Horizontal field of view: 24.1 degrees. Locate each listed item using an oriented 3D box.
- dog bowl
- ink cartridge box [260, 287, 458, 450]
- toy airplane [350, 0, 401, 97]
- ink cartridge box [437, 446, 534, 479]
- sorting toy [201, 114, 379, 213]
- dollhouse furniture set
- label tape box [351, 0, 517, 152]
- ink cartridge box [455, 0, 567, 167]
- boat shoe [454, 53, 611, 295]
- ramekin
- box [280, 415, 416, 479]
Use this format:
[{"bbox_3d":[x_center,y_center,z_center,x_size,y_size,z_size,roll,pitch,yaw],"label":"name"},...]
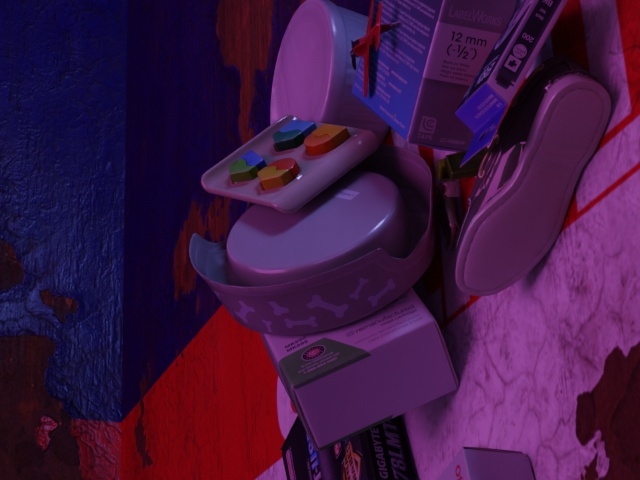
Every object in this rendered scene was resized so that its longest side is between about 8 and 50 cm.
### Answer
[{"bbox_3d":[0.000,0.000,2.049,0.349,0.348,0.102,-123,12,-60],"label":"dog bowl"},{"bbox_3d":[0.032,0.128,2.046,0.289,0.211,0.122,-124,11,-60],"label":"ink cartridge box"},{"bbox_3d":[0.068,-0.275,2.061,0.151,0.028,0.151,-171,90,-71],"label":"toy airplane"},{"bbox_3d":[0.178,0.365,1.781,0.212,0.093,0.154,121,150,-44],"label":"ink cartridge box"},{"bbox_3d":[-0.047,-0.117,2.131,0.208,0.193,0.038,19,139,49],"label":"sorting toy"},{"bbox_3d":[0.191,-0.062,1.986,0.152,0.058,0.076,90,168,-53],"label":"dollhouse furniture set"},{"bbox_3d":[0.165,-0.321,2.022,0.249,0.115,0.348,-128,51,-63],"label":"label tape box"},{"bbox_3d":[0.213,-0.196,1.759,0.208,0.045,0.206,-61,1,-7],"label":"ink cartridge box"},{"bbox_3d":[0.237,-0.073,1.757,0.305,0.109,0.091,-65,26,27],"label":"boat shoe"},{"bbox_3d":[0.023,-0.236,2.343,0.273,0.127,0.273,-173,90,-69],"label":"ramekin"},{"bbox_3d":[0.036,0.335,2.203,0.296,0.073,0.293,-102,29,-43],"label":"box"}]
